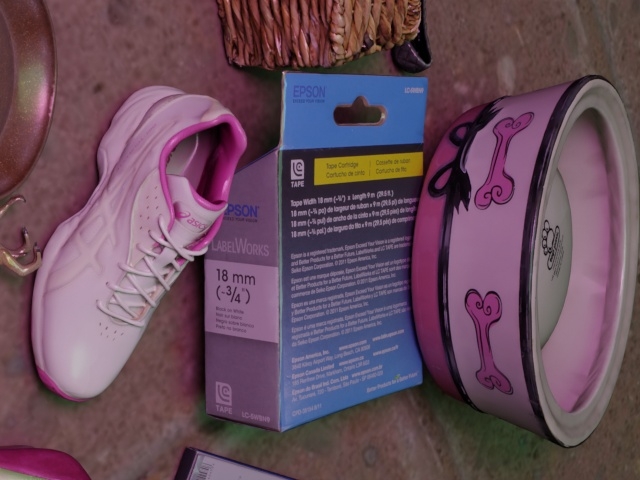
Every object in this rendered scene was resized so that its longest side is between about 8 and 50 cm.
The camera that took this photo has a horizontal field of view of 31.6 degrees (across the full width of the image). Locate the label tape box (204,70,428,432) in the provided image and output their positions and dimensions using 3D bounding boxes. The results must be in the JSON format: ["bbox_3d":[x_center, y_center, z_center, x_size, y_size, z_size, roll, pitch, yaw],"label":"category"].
[{"bbox_3d":[0.000,0.000,1.144,0.240,0.106,0.333,-8,100,-51],"label":"label tape box"}]

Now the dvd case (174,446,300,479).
[{"bbox_3d":[-0.075,0.332,1.193,0.239,0.029,0.179,27,78,-38],"label":"dvd case"}]

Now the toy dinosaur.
[{"bbox_3d":[-0.292,0.014,0.972,0.093,0.053,0.183,-15,97,-22],"label":"toy dinosaur"}]

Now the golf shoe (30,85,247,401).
[{"bbox_3d":[-0.162,0.002,1.012,0.115,0.140,0.306,26,80,-40],"label":"golf shoe"}]

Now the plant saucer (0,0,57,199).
[{"bbox_3d":[-0.276,-0.131,0.918,0.198,0.036,0.198,6,90,-76],"label":"plant saucer"}]

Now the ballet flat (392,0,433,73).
[{"bbox_3d":[0.103,-0.274,1.261,0.057,0.049,0.173,-16,105,-39],"label":"ballet flat"}]

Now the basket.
[{"bbox_3d":[0.023,-0.330,1.080,0.223,0.213,0.299,-23,110,-35],"label":"basket"}]

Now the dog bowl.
[{"bbox_3d":[0.237,0.019,1.275,0.408,0.150,0.408,-15,107,-59],"label":"dog bowl"}]

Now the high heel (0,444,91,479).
[{"bbox_3d":[-0.309,0.214,0.924,0.244,0.117,0.082,5,92,-40],"label":"high heel"}]
